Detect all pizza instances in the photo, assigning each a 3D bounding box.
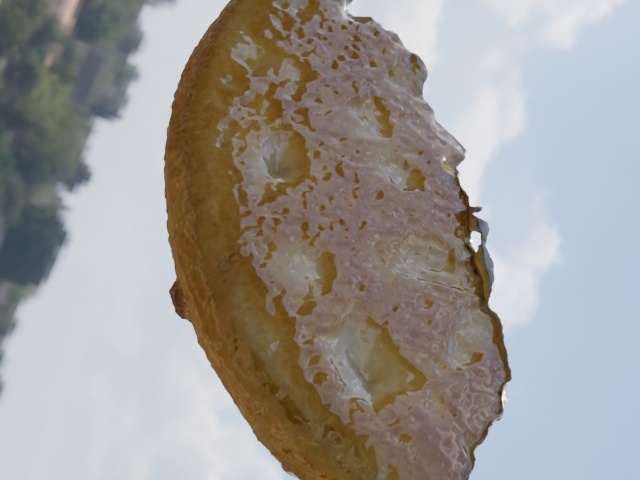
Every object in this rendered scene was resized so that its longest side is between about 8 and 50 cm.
[{"bbox_3d":[0.000,0.001,0.675,0.246,0.127,0.058,67,-31,25],"label":"pizza"}]
